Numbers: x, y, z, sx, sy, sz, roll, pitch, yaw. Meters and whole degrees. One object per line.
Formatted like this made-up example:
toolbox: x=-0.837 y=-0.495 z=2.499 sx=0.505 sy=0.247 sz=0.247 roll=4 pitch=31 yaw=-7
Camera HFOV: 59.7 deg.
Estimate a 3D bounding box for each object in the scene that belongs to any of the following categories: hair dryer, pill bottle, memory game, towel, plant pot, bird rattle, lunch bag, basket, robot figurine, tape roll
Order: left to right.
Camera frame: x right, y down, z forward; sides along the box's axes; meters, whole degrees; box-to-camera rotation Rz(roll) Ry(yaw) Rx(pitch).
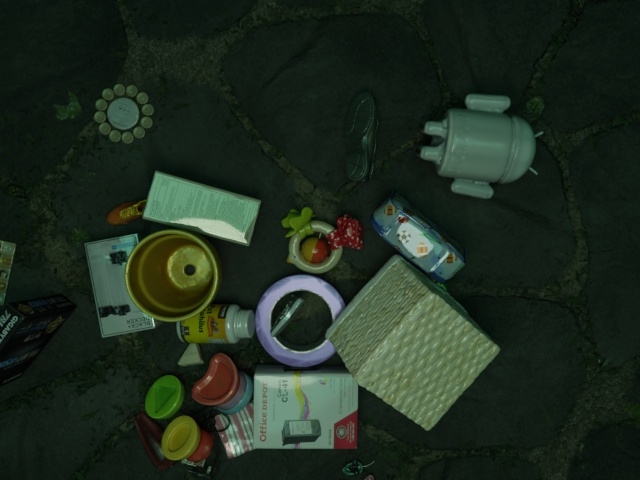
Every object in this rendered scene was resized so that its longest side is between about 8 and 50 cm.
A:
memory game: x=-0.602 y=-0.388 z=1.708 sx=0.186 sy=0.012 sz=0.186 roll=0 pitch=91 yaw=0
hair dryer: x=-0.434 y=0.593 z=1.701 sx=0.294 sy=0.080 sz=0.223 roll=15 pitch=80 yaw=3
plant pot: x=-0.398 y=0.091 z=1.603 sx=0.254 sy=0.239 sz=0.253 roll=0 pitch=92 yaw=1
pill bottle: x=-0.307 y=0.246 z=1.651 sx=0.215 sy=0.117 sz=0.117 roll=-2 pitch=91 yaw=11
towel: x=-0.218 y=0.575 z=1.719 sx=0.197 sy=0.029 sz=0.144 roll=-22 pitch=92 yaw=0
tape roll: x=-0.056 y=0.236 z=1.683 sx=0.275 sy=0.090 sz=0.274 roll=0 pitch=90 yaw=1
bird rattle: x=0.000 y=0.000 z=1.685 sx=0.254 sy=0.143 sz=0.206 roll=16 pitch=103 yaw=-13
basket: x=0.256 y=0.277 z=1.543 sx=0.328 sy=0.266 sz=0.331 roll=39 pitch=94 yaw=-24
lunch bag: x=0.288 y=-0.010 z=1.608 sx=0.303 sy=0.243 sz=0.115 roll=42 pitch=106 yaw=0
robot figurine: x=0.463 y=-0.272 z=1.615 sx=0.354 sy=0.200 sz=0.299 roll=6 pitch=106 yaw=0

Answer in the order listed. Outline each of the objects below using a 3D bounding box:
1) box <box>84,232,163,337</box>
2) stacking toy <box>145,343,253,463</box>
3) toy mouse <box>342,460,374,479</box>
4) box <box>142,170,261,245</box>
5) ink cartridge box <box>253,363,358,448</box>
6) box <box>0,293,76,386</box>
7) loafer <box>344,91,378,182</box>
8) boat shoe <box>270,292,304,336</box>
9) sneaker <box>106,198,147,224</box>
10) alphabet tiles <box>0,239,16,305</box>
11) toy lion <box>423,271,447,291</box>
box: x=-0.589 y=0.133 z=1.681 sx=0.169 sy=0.087 sz=0.289 roll=-9 pitch=91 yaw=0
stacking toy: x=-0.355 y=0.475 z=1.653 sx=0.279 sy=0.130 sz=0.309 roll=31 pitch=77 yaw=43
toy mouse: x=0.120 y=0.730 z=1.720 sx=0.161 sy=0.031 sz=0.143 roll=36 pitch=91 yaw=-1
box: x=-0.344 y=-0.093 z=1.630 sx=0.311 sy=0.121 sz=0.147 roll=17 pitch=91 yaw=-12
ink cartridge box: x=-0.045 y=0.491 z=1.655 sx=0.306 sy=0.131 sz=0.226 roll=1 pitch=89 yaw=-5
box: x=-0.869 y=0.296 z=1.582 sx=0.073 sy=0.295 sz=0.293 roll=36 pitch=90 yaw=2
loafer: x=0.128 y=-0.307 z=1.687 sx=0.096 sy=0.084 sz=0.267 roll=5 pitch=87 yaw=31
boat shoe: x=-0.103 y=0.216 z=1.618 sx=0.040 sy=0.049 sz=0.142 roll=39 pitch=89 yaw=18
sneaker: x=-0.568 y=-0.093 z=1.687 sx=0.175 sy=0.067 sz=0.064 roll=-20 pitch=93 yaw=2
alphabet tiles: x=-1.060 y=0.104 z=1.721 sx=0.198 sy=0.009 sz=0.237 roll=12 pitch=91 yaw=0
toy lion: x=0.339 y=0.146 z=1.711 sx=0.100 sy=0.034 sz=0.096 roll=8 pitch=84 yaw=0
